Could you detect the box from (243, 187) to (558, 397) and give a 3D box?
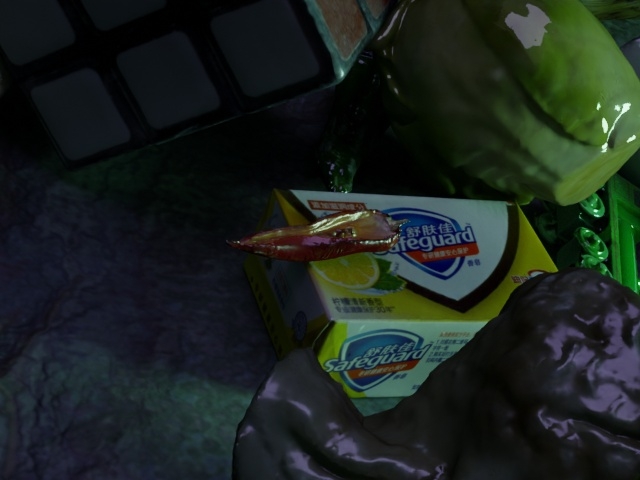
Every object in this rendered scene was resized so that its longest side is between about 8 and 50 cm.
[{"bbox_3d":[0.081,0.047,1.191,0.265,0.097,0.168,3,43,-26],"label":"box"}]

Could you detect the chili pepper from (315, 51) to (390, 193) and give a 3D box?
[{"bbox_3d":[0.038,-0.110,1.391,0.088,0.059,0.227,26,39,-6],"label":"chili pepper"}]

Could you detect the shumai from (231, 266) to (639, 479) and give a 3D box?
[{"bbox_3d":[0.098,0.203,0.908,0.289,0.292,0.329,-11,71,-29],"label":"shumai"}]

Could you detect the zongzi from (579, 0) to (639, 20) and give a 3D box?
[{"bbox_3d":[0.466,-0.340,1.839,0.360,0.160,0.323,38,44,5],"label":"zongzi"}]

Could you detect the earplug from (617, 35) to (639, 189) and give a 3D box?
[{"bbox_3d":[0.436,-0.063,1.479,0.185,0.185,0.324,-7,54,-35],"label":"earplug"}]

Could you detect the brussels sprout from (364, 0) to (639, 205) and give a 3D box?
[{"bbox_3d":[0.169,-0.149,1.315,0.294,0.227,0.259,41,7,22],"label":"brussels sprout"}]

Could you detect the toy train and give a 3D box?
[{"bbox_3d":[0.283,0.013,1.368,0.119,0.085,0.251,31,38,-18],"label":"toy train"}]

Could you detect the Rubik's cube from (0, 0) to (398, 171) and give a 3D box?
[{"bbox_3d":[-0.124,-0.284,1.211,0.303,0.301,0.305,64,30,-19],"label":"Rubik's cube"}]

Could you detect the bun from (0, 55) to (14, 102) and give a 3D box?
[{"bbox_3d":[-0.369,-0.183,1.180,0.220,0.134,0.220,33,45,-40],"label":"bun"}]

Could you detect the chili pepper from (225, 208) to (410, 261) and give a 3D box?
[{"bbox_3d":[0.000,0.000,1.099,0.178,0.027,0.045,-8,44,-35],"label":"chili pepper"}]
